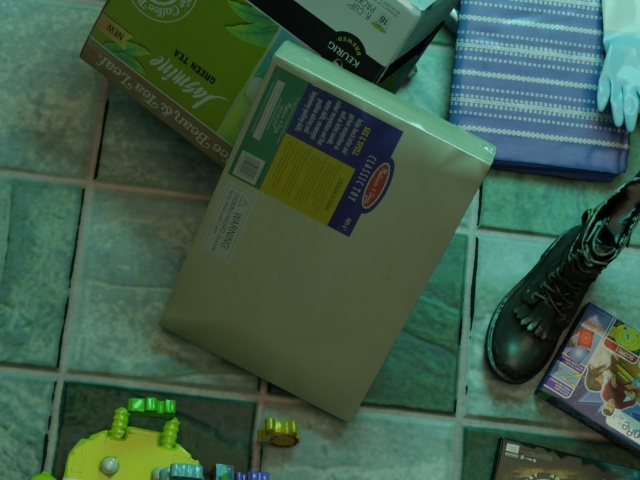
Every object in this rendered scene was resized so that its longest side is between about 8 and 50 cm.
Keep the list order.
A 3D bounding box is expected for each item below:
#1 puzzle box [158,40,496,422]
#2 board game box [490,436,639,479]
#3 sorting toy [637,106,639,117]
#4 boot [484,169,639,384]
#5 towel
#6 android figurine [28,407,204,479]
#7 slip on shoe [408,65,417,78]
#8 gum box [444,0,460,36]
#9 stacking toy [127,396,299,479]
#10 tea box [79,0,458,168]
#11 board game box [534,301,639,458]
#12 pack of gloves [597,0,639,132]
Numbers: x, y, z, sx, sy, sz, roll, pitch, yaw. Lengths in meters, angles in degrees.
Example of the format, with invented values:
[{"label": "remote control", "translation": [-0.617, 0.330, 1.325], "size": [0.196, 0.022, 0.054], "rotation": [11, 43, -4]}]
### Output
[{"label": "puzzle box", "translation": [0.000, 0.000, 1.671], "size": [0.272, 0.409, 0.052], "rotation": [28, 32, 2]}, {"label": "board game box", "translation": [0.300, 0.326, 1.772], "size": [0.186, 0.026, 0.126], "rotation": [15, 75, -2]}, {"label": "sorting toy", "translation": [0.540, -0.293, 1.918], "size": [0.257, 0.089, 0.255], "rotation": [3, 80, -7]}, {"label": "boot", "translation": [0.301, 0.044, 1.744], "size": [0.091, 0.229, 0.263], "rotation": [32, 74, 3]}, {"label": "towel", "translation": [0.298, -0.254, 1.886], "size": [0.243, 0.040, 0.336], "rotation": [6, 89, -2]}, {"label": "android figurine", "translation": [-0.233, 0.338, 1.699], "size": [0.248, 0.056, 0.273], "rotation": [13, 75, -2]}, {"label": "slip on shoe", "translation": [0.071, -0.260, 1.903], "size": [0.135, 0.051, 0.041], "rotation": [43, 114, -2]}, {"label": "gum box", "translation": [0.218, -0.355, 1.941], "size": [0.157, 0.041, 0.184], "rotation": [-43, 84, -14]}, {"label": "stacking toy", "translation": [-0.127, 0.282, 1.681], "size": [0.221, 0.052, 0.167], "rotation": [12, 56, -19]}, {"label": "tea box", "translation": [-0.052, -0.272, 1.721], "size": [0.329, 0.323, 0.220], "rotation": [37, 33, 5]}, {"label": "board game box", "translation": [0.392, 0.188, 1.815], "size": [0.201, 0.035, 0.136], "rotation": [32, 74, 3]}, {"label": "pack of gloves", "translation": [0.456, -0.246, 1.829], "size": [0.195, 0.046, 0.232], "rotation": [5, 79, -2]}]
